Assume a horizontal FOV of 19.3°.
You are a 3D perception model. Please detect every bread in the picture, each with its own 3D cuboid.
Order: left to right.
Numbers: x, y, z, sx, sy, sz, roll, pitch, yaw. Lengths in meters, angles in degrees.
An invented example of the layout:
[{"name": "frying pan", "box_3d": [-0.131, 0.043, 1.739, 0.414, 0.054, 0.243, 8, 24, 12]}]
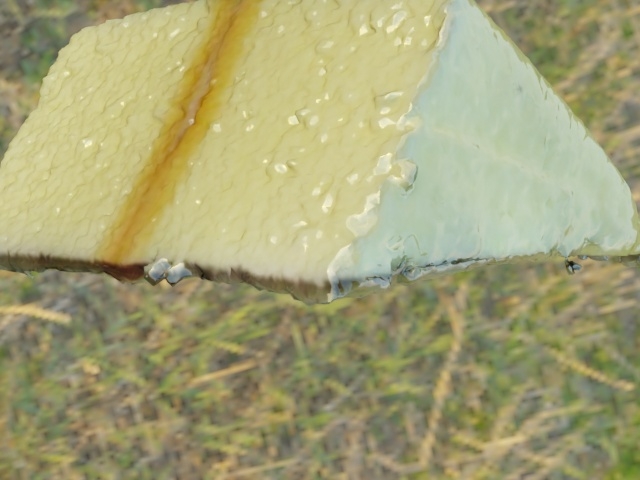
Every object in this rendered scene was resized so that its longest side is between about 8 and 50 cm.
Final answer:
[{"name": "bread", "box_3d": [0.000, 0.000, 0.754, 0.178, 0.240, 0.135, 40, 64, -38]}]
